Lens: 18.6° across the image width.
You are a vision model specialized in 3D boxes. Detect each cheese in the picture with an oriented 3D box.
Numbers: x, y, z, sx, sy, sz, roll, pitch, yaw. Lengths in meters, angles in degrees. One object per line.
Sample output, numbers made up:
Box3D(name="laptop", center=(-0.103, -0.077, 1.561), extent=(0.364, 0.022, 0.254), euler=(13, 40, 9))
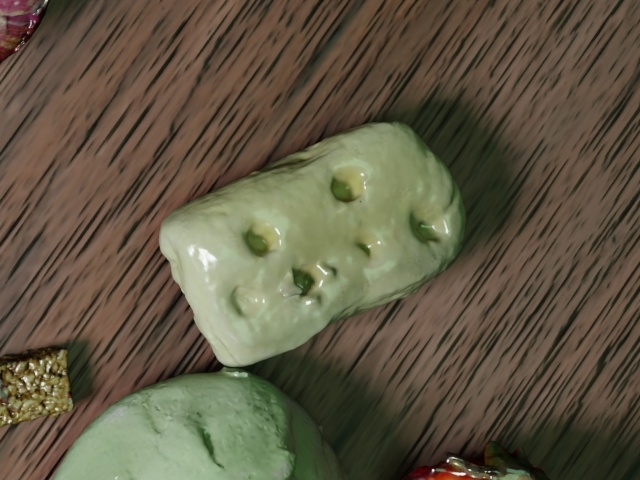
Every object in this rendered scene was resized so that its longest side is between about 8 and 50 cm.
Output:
Box3D(name="cheese", center=(0.001, 0.000, 1.701), extent=(0.263, 0.093, 0.159), euler=(-27, 102, -18))

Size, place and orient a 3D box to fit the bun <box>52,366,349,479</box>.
Box3D(name="bun", center=(-0.091, 0.263, 1.659), extent=(0.293, 0.187, 0.293), euler=(-2, 99, -15))

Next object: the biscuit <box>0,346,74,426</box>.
Box3D(name="biscuit", center=(-0.309, 0.138, 1.659), extent=(0.199, 0.034, 0.064), euler=(-11, 98, -14))

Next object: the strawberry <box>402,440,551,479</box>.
Box3D(name="strawberry", center=(0.137, 0.296, 1.777), extent=(0.190, 0.111, 0.236), euler=(40, 107, 11))

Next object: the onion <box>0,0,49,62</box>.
Box3D(name="onion", center=(-0.330, -0.236, 1.561), extent=(0.230, 0.163, 0.230), euler=(-10, 139, -8))
